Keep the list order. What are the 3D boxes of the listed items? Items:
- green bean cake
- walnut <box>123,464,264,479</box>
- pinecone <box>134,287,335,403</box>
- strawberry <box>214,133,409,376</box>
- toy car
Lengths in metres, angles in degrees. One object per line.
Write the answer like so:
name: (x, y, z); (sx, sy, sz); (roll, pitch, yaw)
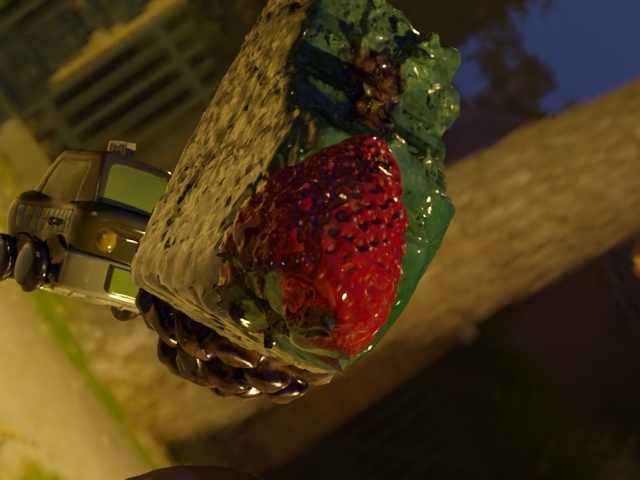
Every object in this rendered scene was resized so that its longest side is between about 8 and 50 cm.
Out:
green bean cake: (0.003, -0.053, 1.565); (0.169, 0.300, 0.308); (32, -7, -17)
walnut: (-0.080, 0.188, 1.121); (0.167, 0.211, 0.087); (40, -49, 24)
pinecone: (-0.066, 0.045, 1.856); (0.243, 0.257, 0.243); (37, 34, -31)
strawberry: (0.000, 0.006, 1.277); (0.131, 0.148, 0.131); (19, -47, 22)
toy car: (-0.253, -0.018, 2.222); (0.204, 0.198, 0.248); (18, -7, -33)
